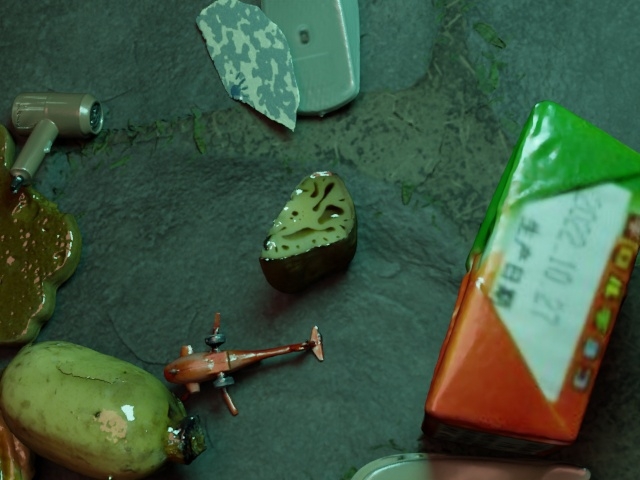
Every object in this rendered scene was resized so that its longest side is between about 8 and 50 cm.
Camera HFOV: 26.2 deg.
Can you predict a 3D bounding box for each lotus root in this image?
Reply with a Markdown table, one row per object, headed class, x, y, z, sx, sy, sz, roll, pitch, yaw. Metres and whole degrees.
| class | x | y | z | sx | sy | sz | roll | pitch | yaw |
| --- | --- | --- | --- | --- | --- | --- | --- | --- | --- |
| lotus root | -0.002 | 0.001 | 1.699 | 0.095 | 0.135 | 0.159 | 22 | 68 | 19 |
| lotus root | -0.270 | 0.215 | 1.698 | 0.284 | 0.160 | 0.146 | 14 | 120 | 20 |

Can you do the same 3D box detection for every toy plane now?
| class | x | y | z | sx | sy | sz | roll | pitch | yaw |
| --- | --- | --- | --- | --- | --- | --- | --- | --- | --- |
| toy plane | -0.097 | 0.156 | 1.714 | 0.194 | 0.077 | 0.126 | 8 | 85 | 8 |

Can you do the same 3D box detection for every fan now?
| class | x | y | z | sx | sy | sz | roll | pitch | yaw |
| --- | --- | --- | --- | --- | --- | --- | --- | --- | --- |
| fan | -0.091 | -0.239 | 1.820 | 0.240 | 0.009 | 0.131 | 50 | 129 | 28 |

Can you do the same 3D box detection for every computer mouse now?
| class | x | y | z | sx | sy | sz | roll | pitch | yaw |
| --- | --- | --- | --- | --- | --- | --- | --- | --- | --- |
| computer mouse | -0.009 | -0.276 | 1.808 | 0.127 | 0.079 | 0.231 | -5 | 90 | 28 |

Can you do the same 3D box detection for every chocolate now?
| class | x | y | z | sx | sy | sz | roll | pitch | yaw |
| --- | --- | --- | --- | --- | --- | --- | --- | --- | --- |
| chocolate | 0.232 | 0.066 | 1.505 | 0.161 | 0.360 | 0.341 | 19 | 81 | 7 |

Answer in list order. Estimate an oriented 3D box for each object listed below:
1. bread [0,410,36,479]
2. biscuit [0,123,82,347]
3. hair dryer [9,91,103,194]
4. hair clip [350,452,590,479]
| class | x | y | z | sx | sy | sz | roll | pitch | yaw |
| --- | --- | --- | --- | --- | --- | --- | --- | --- | --- |
| bread | -0.480 | 0.311 | 1.750 | 0.198 | 0.120 | 0.236 | 31 | 84 | 23 |
| biscuit | -0.421 | -0.012 | 1.866 | 0.183 | 0.047 | 0.320 | -26 | 69 | 5 |
| hair dryer | -0.372 | -0.128 | 1.844 | 0.117 | 0.064 | 0.182 | 4 | 48 | 16 |
| hair clip | 0.155 | 0.320 | 1.580 | 0.282 | 0.113 | 0.173 | 10 | 78 | 13 |
